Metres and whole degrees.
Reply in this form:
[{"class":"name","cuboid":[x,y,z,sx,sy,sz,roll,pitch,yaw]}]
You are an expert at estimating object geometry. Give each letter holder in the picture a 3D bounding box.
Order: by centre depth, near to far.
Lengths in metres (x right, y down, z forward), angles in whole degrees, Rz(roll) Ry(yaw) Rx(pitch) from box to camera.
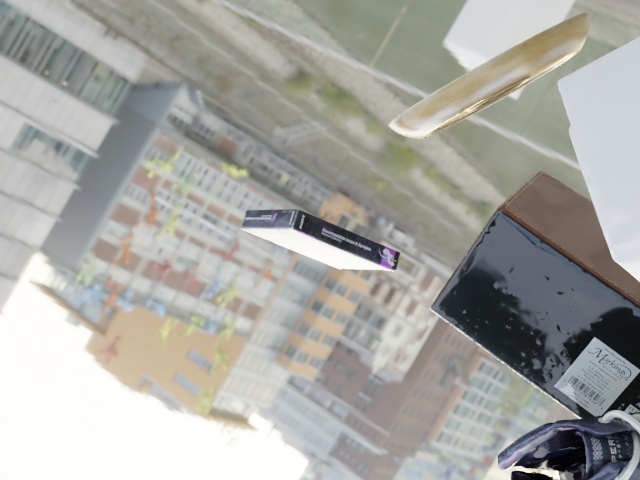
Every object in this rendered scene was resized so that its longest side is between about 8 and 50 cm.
[{"class":"letter holder","cuboid":[0.316,0.077,1.219,0.302,0.152,0.214,36,-151,10]}]

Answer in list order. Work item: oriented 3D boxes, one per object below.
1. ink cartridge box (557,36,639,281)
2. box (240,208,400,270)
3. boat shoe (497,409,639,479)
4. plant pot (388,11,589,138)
[{"class":"ink cartridge box","cuboid":[0.329,-0.070,0.784,0.171,0.232,0.168,32,-141,-44]},{"class":"box","cuboid":[0.000,0.000,1.289,0.162,0.029,0.116,21,168,-34]},{"class":"boat shoe","cuboid":[0.327,0.204,0.984,0.158,0.340,0.127,27,-138,-40]},{"class":"plant pot","cuboid":[0.182,-0.165,1.118,0.032,0.236,0.236,62,180,0]}]
